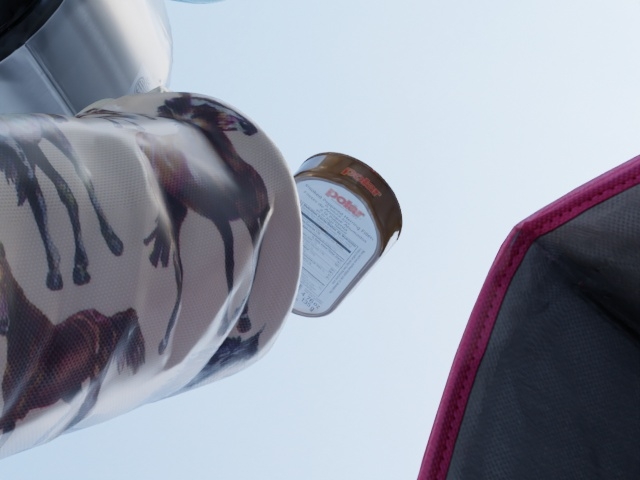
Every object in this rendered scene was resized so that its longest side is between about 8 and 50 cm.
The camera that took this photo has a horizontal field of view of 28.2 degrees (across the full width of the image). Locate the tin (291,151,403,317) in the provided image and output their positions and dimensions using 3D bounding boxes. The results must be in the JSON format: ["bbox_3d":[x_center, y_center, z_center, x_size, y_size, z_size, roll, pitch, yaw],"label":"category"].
[{"bbox_3d":[0.000,0.000,1.111,0.106,0.189,0.040,36,-131,0],"label":"tin"}]

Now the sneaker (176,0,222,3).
[{"bbox_3d":[-0.189,-0.288,0.898,0.366,0.150,0.135,25,-79,-28],"label":"sneaker"}]

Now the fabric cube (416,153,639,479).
[{"bbox_3d":[0.194,0.113,0.340,0.258,0.259,0.254,37,-129,-19],"label":"fabric cube"}]

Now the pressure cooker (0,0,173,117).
[{"bbox_3d":[-0.344,-0.245,1.146,0.375,0.420,0.370,-11,-113,4],"label":"pressure cooker"}]

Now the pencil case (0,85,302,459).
[{"bbox_3d":[-0.173,0.012,0.550,0.410,0.160,0.183,-12,-98,-58],"label":"pencil case"}]
